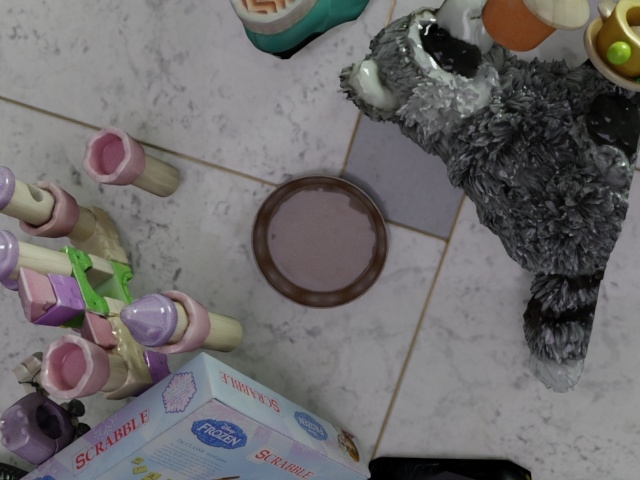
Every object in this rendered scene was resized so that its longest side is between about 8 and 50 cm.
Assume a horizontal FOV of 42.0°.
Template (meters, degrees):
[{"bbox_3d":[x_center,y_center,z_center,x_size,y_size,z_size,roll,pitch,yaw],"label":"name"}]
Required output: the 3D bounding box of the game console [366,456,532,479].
[{"bbox_3d":[0.171,0.456,1.104,0.213,0.044,0.361,-1,103,10],"label":"game console"}]

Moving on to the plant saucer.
[{"bbox_3d":[0.000,0.000,1.022,0.169,0.029,0.168,2,105,8],"label":"plant saucer"}]

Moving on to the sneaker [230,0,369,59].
[{"bbox_3d":[0.031,-0.321,0.910,0.302,0.121,0.108,-42,73,-3],"label":"sneaker"}]

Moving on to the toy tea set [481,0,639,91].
[{"bbox_3d":[0.293,-0.261,0.765,0.200,0.336,0.124,41,145,4],"label":"toy tea set"}]

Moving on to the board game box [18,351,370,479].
[{"bbox_3d":[-0.153,0.294,1.002,0.318,0.066,0.319,-35,137,14],"label":"board game box"}]

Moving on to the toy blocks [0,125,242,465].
[{"bbox_3d":[-0.300,0.056,0.910,0.309,0.260,0.288,-32,67,15],"label":"toy blocks"}]

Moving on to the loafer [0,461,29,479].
[{"bbox_3d":[-0.373,0.377,1.152,0.220,0.080,0.078,28,138,-1],"label":"loafer"}]

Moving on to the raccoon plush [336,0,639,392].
[{"bbox_3d":[0.167,-0.043,0.908,0.299,0.216,0.446,9,105,14],"label":"raccoon plush"}]
